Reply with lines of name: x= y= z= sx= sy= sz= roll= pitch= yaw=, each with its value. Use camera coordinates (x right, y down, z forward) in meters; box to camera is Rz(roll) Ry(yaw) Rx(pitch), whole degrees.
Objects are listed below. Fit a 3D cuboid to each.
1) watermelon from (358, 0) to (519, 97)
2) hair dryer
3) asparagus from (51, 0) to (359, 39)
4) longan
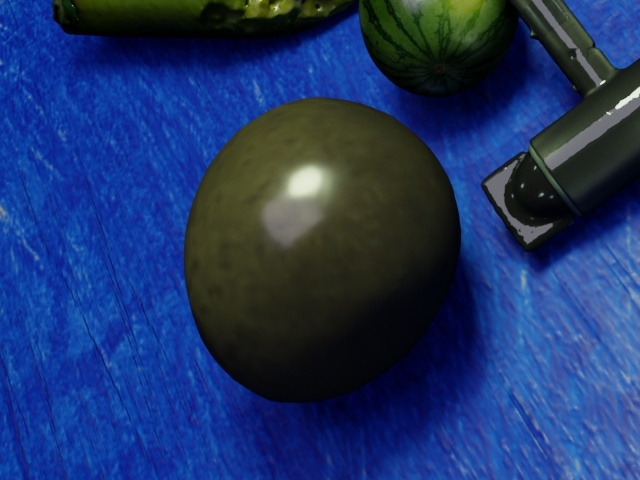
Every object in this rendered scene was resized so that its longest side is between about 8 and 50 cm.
watermelon: x=0.106 y=-0.215 z=1.135 sx=0.140 sy=0.141 sz=0.187 roll=-13 pitch=47 yaw=27
hair dryer: x=0.176 y=-0.143 z=1.033 sx=0.195 sy=0.078 sz=0.248 roll=-36 pitch=73 yaw=11
asparagus: x=-0.120 y=-0.260 z=1.330 sx=0.382 sy=0.128 sz=0.108 roll=9 pitch=105 yaw=36
longan: x=0.000 y=0.000 z=1.032 sx=0.246 sy=0.215 sz=0.246 roll=-33 pitch=21 yaw=15
